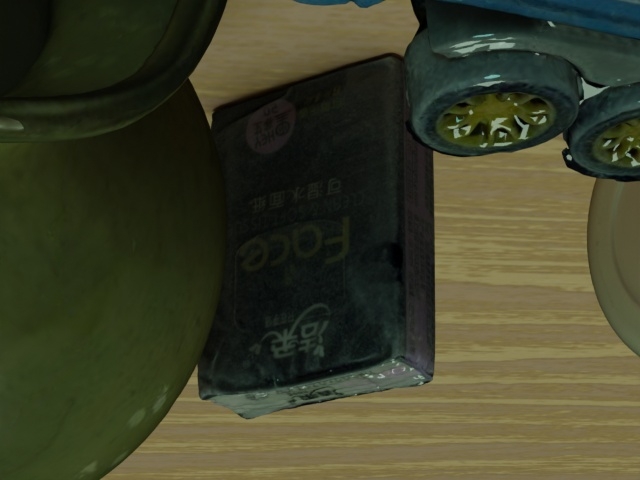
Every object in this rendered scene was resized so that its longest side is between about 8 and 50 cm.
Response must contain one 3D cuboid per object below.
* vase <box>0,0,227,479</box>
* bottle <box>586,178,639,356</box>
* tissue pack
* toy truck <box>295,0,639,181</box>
[{"bbox_3d":[-0.194,-0.051,0.733,0.329,0.241,0.302,21,150,9],"label":"vase"},{"bbox_3d":[0.266,0.004,1.009,0.236,0.147,0.147,8,158,-34],"label":"bottle"},{"bbox_3d":[0.000,0.000,0.941,0.112,0.156,0.051,-14,153,31],"label":"tissue pack"},{"bbox_3d":[0.150,-0.112,0.663,0.367,0.146,0.175,7,154,-26],"label":"toy truck"}]
